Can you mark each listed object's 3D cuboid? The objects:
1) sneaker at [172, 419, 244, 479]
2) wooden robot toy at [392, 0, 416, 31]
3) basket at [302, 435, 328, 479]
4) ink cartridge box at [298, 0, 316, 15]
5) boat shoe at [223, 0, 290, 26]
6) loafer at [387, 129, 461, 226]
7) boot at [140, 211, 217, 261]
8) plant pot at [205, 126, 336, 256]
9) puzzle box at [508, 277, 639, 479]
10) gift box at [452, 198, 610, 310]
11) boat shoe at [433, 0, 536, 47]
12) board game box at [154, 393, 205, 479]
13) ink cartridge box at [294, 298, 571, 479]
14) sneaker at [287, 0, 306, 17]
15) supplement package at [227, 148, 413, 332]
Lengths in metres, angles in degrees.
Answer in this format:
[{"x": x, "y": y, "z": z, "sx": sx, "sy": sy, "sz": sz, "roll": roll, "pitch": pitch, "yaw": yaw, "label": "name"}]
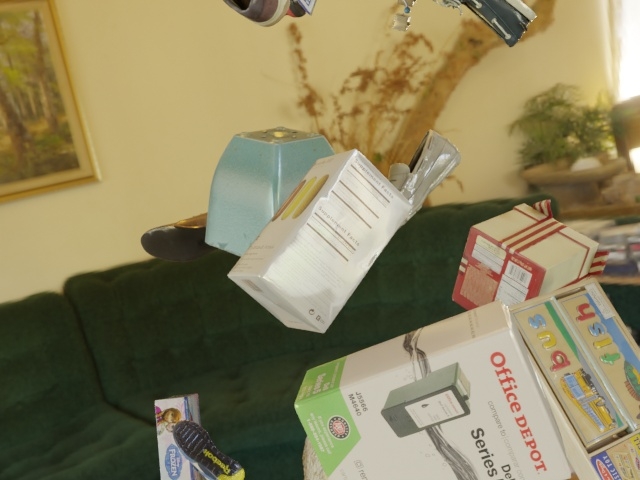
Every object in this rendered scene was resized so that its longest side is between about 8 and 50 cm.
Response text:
[{"x": -0.192, "y": 0.359, "z": 1.258, "sx": 0.053, "sy": 0.144, "sz": 0.059, "roll": -42, "pitch": -5, "yaw": -34, "label": "sneaker"}, {"x": 0.145, "y": -0.488, "z": 1.438, "sx": 0.079, "sy": 0.173, "sz": 0.076, "roll": 15, "pitch": 43, "yaw": 11, "label": "wooden robot toy"}, {"x": 0.132, "y": 0.481, "z": 1.549, "sx": 0.328, "sy": 0.331, "sz": 0.266, "roll": 0, "pitch": 47, "yaw": -9, "label": "basket"}, {"x": -0.007, "y": -0.597, "z": 1.244, "sx": 0.071, "sy": 0.324, "sz": 0.330, "roll": -8, "pitch": -38, "yaw": -31, "label": "ink cartridge box"}, {"x": -0.146, "y": -0.444, "z": 1.113, "sx": 0.103, "sy": 0.285, "sz": 0.092, "roll": -30, "pitch": -4, "yaw": 23, "label": "boat shoe"}, {"x": 0.191, "y": -0.122, "z": 1.723, "sx": 0.319, "sy": 0.111, "sz": 0.112, "roll": -48, "pitch": 5, "yaw": -25, "label": "loafer"}, {"x": -0.330, "y": -0.023, "z": 2.041, "sx": 0.305, "sy": 0.112, "sz": 0.115, "roll": -10, "pitch": 32, "yaw": 12, "label": "boot"}, {"x": -0.090, "y": -0.112, "z": 1.665, "sx": 0.248, "sy": 0.252, "sz": 0.247, "roll": -17, "pitch": 24, "yaw": -42, "label": "plant pot"}, {"x": 0.540, "y": 0.284, "z": 1.495, "sx": 0.272, "sy": 0.409, "sz": 0.052, "roll": -15, "pitch": -24, "yaw": -28, "label": "puzzle box"}, {"x": 0.511, "y": 0.061, "z": 1.833, "sx": 0.258, "sy": 0.276, "sz": 0.255, "roll": -18, "pitch": 45, "yaw": -39, "label": "gift box"}, {"x": 0.257, "y": -0.437, "z": 1.346, "sx": 0.079, "sy": 0.254, "sz": 0.095, "roll": -56, "pitch": 8, "yaw": 14, "label": "boat shoe"}, {"x": -0.295, "y": 0.497, "z": 1.650, "sx": 0.066, "sy": 0.319, "sz": 0.318, "roll": -6, "pitch": -9, "yaw": -5, "label": "board game box"}, {"x": 0.136, "y": 0.218, "z": 0.928, "sx": 0.273, "sy": 0.198, "sz": 0.115, "roll": -23, "pitch": 8, "yaw": 13, "label": "ink cartridge box"}, {"x": -0.100, "y": -0.651, "z": 1.782, "sx": 0.135, "sy": 0.276, "sz": 0.097, "roll": -3, "pitch": -4, "yaw": 30, "label": "sneaker"}, {"x": 0.000, "y": 0.000, "z": 1.152, "sx": 0.244, "sy": 0.134, "sz": 0.139, "roll": -54, "pitch": 20, "yaw": -18, "label": "supplement package"}]
